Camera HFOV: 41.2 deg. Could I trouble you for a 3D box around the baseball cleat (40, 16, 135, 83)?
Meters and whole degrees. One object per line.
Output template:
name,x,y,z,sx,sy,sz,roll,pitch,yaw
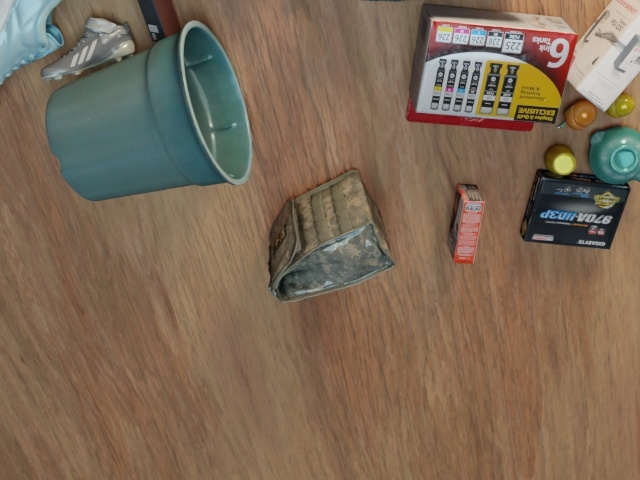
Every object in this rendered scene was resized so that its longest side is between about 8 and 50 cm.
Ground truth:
baseball cleat,-0.497,-0.405,1.784,0.206,0.072,0.109,-23,112,-20

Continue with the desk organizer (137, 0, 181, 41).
desk organizer,-0.338,-0.480,1.770,0.047,0.050,0.130,15,142,27

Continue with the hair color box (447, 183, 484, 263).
hair color box,0.344,-0.039,2.023,0.053,0.093,0.167,3,119,-4

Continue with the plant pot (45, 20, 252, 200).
plant pot,-0.358,-0.239,1.768,0.334,0.341,0.341,-14,119,15

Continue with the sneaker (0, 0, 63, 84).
sneaker,-0.620,-0.404,1.759,0.150,0.135,0.366,26,119,-18

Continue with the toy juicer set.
toy juicer set,0.693,-0.228,1.940,0.329,0.089,0.209,10,106,2

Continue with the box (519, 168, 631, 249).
box,0.606,-0.073,2.037,0.220,0.051,0.175,6,119,-6

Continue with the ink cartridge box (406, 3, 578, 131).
ink cartridge box,0.357,-0.345,1.829,0.309,0.130,0.272,4,121,-4

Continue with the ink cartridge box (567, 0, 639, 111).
ink cartridge box,0.618,-0.403,1.788,0.092,0.158,0.218,31,114,-17

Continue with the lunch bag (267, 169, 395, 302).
lunch bag,0.000,0.000,1.951,0.287,0.235,0.169,-25,123,11
